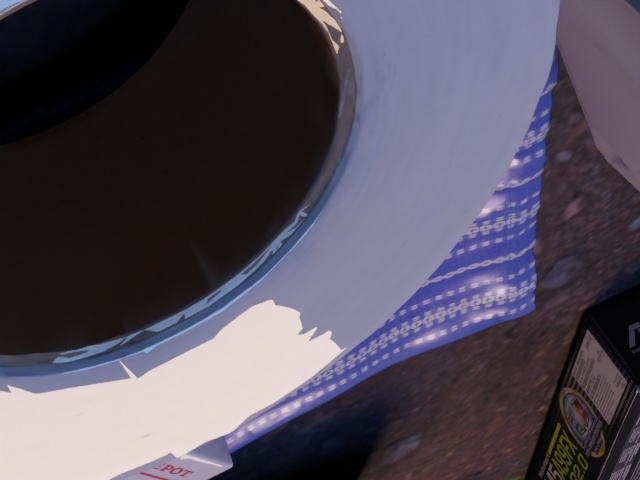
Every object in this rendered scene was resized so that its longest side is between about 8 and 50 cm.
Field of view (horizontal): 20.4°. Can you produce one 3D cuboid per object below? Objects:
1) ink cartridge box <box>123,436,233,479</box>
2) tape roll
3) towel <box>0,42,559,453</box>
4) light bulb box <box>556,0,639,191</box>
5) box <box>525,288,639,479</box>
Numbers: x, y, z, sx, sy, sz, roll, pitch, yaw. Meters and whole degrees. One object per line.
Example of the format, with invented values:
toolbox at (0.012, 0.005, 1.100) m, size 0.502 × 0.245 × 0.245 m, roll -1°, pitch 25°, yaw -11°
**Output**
ink cartridge box at (-0.111, 0.078, 0.712) m, size 0.181 × 0.061 × 0.104 m, roll -31°, pitch 151°, yaw 19°
tape roll at (-0.075, -0.048, 0.507) m, size 0.286 × 0.100 × 0.286 m, roll -20°, pitch 142°, yaw -17°
towel at (0.000, 0.000, 0.772) m, size 0.243 × 0.040 × 0.336 m, roll -26°, pitch 152°, yaw -12°
light bulb box at (0.323, -0.082, 0.600) m, size 0.361 × 0.358 × 0.225 m, roll -42°, pitch 153°, yaw -1°
box at (0.254, 0.096, 1.180) m, size 0.216 × 0.060 × 0.270 m, roll -25°, pitch 152°, yaw -18°
